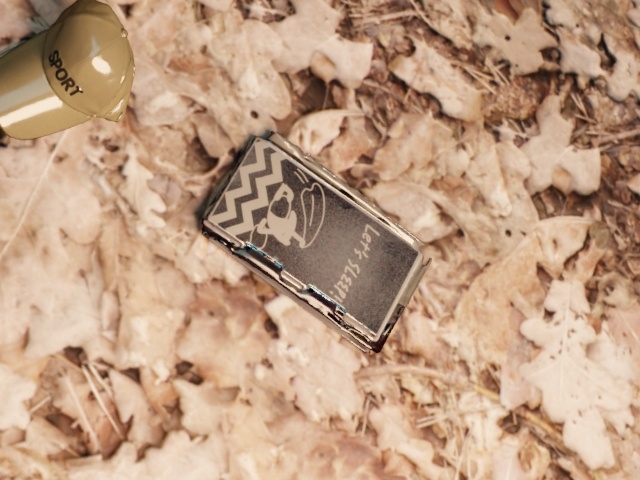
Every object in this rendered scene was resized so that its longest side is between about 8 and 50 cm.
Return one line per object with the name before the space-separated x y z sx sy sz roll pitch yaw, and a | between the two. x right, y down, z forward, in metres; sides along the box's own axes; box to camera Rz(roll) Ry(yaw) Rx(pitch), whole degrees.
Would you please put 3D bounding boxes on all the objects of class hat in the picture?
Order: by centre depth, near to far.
hat | -0.295 -0.186 1.585 0.175 0.085 0.147 -31 91 -25

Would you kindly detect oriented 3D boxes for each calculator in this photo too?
calculator | 0.000 0.000 1.690 0.274 0.028 0.165 36 65 -12
